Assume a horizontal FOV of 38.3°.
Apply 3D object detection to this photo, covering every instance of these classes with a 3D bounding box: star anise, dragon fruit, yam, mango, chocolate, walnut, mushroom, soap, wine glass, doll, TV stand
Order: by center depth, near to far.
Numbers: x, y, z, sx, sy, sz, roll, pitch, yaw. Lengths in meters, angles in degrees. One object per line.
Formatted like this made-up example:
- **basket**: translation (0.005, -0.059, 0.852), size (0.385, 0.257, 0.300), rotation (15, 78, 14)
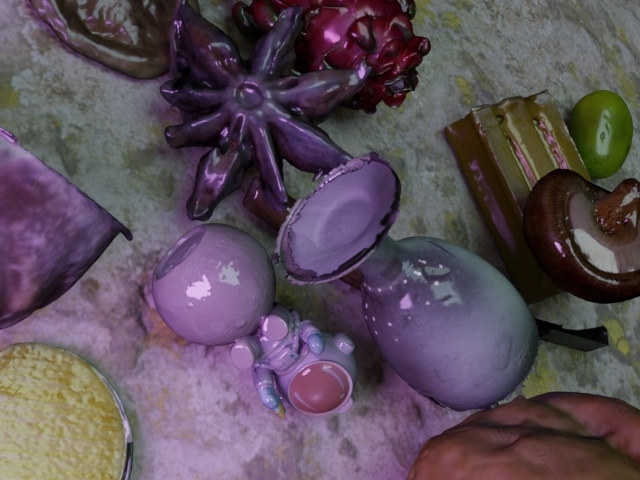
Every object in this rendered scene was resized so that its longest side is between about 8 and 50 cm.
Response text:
- **chocolate**: translation (-0.360, -0.019, 0.881), size (0.303, 0.303, 0.213), rotation (39, 81, -14)
- **walnut**: translation (0.276, 0.356, 1.061), size (0.384, 0.384, 0.383), rotation (13, 65, -29)
- **doll**: translation (-0.065, 0.105, 1.091), size (0.287, 0.151, 0.151), rotation (43, 53, -20)
- **wine glass**: translation (0.116, 0.065, 1.114), size (0.357, 0.191, 0.190), rotation (41, 51, -38)
- **star anise**: translation (-0.076, -0.178, 1.159), size (0.316, 0.139, 0.359), rotation (31, 81, -3)
- **yam**: translation (0.000, 0.000, 1.224), size (0.241, 0.057, 0.056), rotation (36, 56, -15)
- **dragon fruit**: translation (0.012, -0.286, 1.266), size (0.273, 0.218, 0.198), rotation (5, 31, -27)
- **mushroom**: translation (0.386, 0.001, 1.324), size (0.231, 0.138, 0.194), rotation (28, 71, -9)
- **TV stand**: translation (0.324, 0.125, 1.386), size (0.257, 0.049, 0.040), rotation (16, 62, -27)
- **soap**: translation (0.339, -0.071, 1.450), size (0.199, 0.091, 0.314), rotation (-20, 84, -36)
- **mango**: translation (0.486, -0.182, 1.600), size (0.117, 0.089, 0.163), rotation (18, 74, -36)

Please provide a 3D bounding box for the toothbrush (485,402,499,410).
- **toothbrush**: translation (0.217, 0.192, 1.301), size (0.030, 0.031, 0.297), rotation (-32, 91, -45)

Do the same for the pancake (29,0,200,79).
- **pancake**: translation (-0.262, -0.317, 1.184), size (0.222, 0.042, 0.236), rotation (-37, 94, -40)

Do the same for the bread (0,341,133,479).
- **bread**: translation (-0.302, 0.216, 0.947), size (0.229, 0.033, 0.228), rotation (11, 67, -29)
